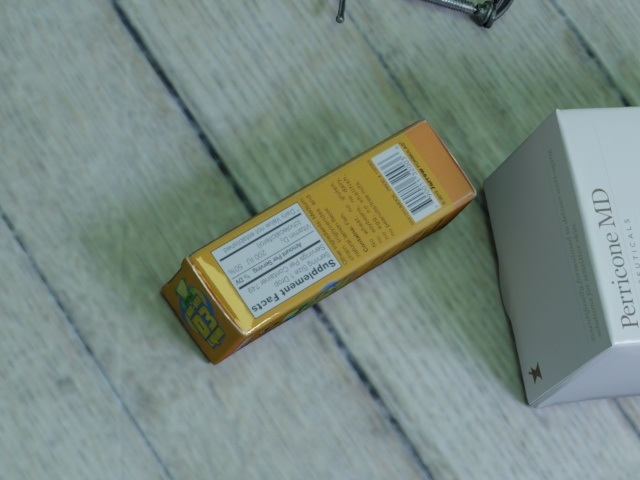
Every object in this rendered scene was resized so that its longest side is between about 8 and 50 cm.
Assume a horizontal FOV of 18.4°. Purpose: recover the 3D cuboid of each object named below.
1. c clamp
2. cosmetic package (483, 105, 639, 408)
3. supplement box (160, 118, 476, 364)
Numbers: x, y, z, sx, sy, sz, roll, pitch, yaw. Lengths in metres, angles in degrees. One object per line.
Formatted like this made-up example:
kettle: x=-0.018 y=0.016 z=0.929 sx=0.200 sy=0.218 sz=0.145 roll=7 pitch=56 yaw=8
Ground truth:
c clamp: x=0.090 y=-0.216 z=1.633 sx=0.160 sy=0.022 sz=0.137 roll=10 pitch=58 yaw=-13
cosmetic package: x=0.331 y=0.006 z=1.536 sx=0.365 sy=0.155 sz=0.197 roll=-4 pitch=70 yaw=-22
supplement box: x=0.000 y=0.000 z=1.467 sx=0.233 sy=0.078 sz=0.080 roll=-29 pitch=81 yaw=-27
